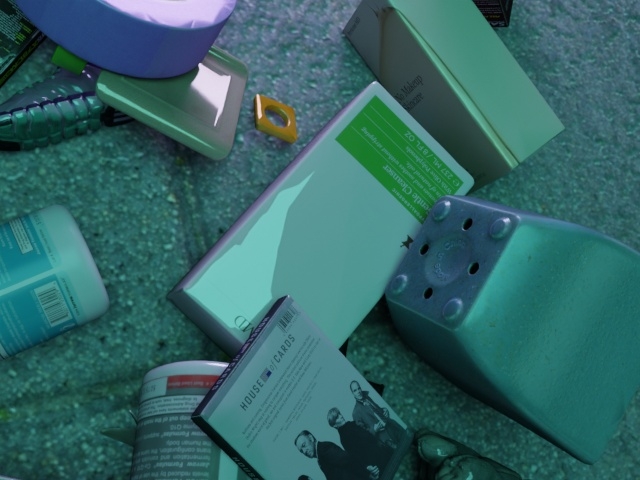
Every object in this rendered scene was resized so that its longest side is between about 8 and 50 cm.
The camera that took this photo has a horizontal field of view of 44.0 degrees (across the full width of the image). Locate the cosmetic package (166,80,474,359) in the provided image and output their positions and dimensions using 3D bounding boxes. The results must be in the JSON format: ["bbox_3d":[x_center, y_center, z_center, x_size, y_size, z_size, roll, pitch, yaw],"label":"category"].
[{"bbox_3d":[0.000,0.000,1.024,0.197,0.155,0.365,43,71,-9],"label":"cosmetic package"}]

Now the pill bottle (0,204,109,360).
[{"bbox_3d":[-0.391,0.070,0.909,0.264,0.146,0.146,-24,86,-18],"label":"pill bottle"}]

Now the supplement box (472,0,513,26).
[{"bbox_3d":[0.227,-0.424,1.130,0.073,0.239,0.130,7,74,26],"label":"supplement box"}]

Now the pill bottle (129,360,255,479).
[{"bbox_3d":[-0.130,0.288,0.864,0.161,0.161,0.283,9,63,-13],"label":"pill bottle"}]

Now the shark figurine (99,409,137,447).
[{"bbox_3d":[-0.227,0.352,0.917,0.166,0.116,0.278,28,75,-10],"label":"shark figurine"}]

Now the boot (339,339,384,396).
[{"bbox_3d":[0.038,0.183,1.056,0.099,0.045,0.121,27,81,-6],"label":"boot"}]

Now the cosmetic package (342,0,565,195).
[{"bbox_3d":[0.181,-0.230,1.117,0.113,0.160,0.309,-37,89,-18],"label":"cosmetic package"}]

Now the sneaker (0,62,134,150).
[{"bbox_3d":[-0.341,-0.183,1.016,0.224,0.083,0.098,-18,74,-29],"label":"sneaker"}]

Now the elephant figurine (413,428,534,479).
[{"bbox_3d":[0.143,0.377,1.007,0.169,0.186,0.239,33,80,-52],"label":"elephant figurine"}]

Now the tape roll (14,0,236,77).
[{"bbox_3d":[-0.246,-0.335,0.992,0.275,0.090,0.274,22,45,-23],"label":"tape roll"}]

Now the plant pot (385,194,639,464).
[{"bbox_3d":[0.228,0.076,0.959,0.252,0.248,0.247,32,86,-32],"label":"plant pot"}]

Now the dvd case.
[{"bbox_3d":[-0.008,0.204,0.870,0.238,0.030,0.179,49,50,-15],"label":"dvd case"}]

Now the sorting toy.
[{"bbox_3d":[-0.189,-0.200,1.035,0.348,0.047,0.195,27,43,-20],"label":"sorting toy"}]

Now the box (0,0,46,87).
[{"bbox_3d":[-0.457,-0.297,1.018,0.191,0.045,0.184,36,75,-7],"label":"box"}]

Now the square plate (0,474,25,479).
[{"bbox_3d":[-0.408,0.372,0.830,0.344,0.049,0.347,16,104,-9],"label":"square plate"}]
